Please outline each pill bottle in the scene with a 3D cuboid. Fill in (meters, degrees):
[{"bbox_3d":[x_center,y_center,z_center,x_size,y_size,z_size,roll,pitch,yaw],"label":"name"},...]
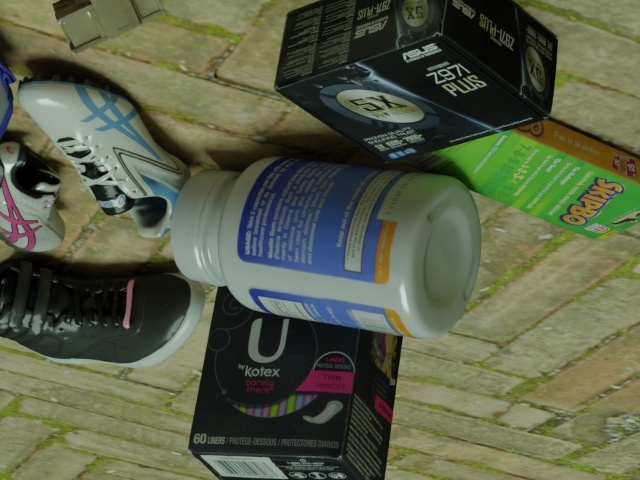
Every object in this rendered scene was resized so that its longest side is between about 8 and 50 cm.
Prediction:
[{"bbox_3d":[0.000,0.000,1.734,0.272,0.152,0.152,9,158,30],"label":"pill bottle"}]

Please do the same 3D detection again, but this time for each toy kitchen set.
[{"bbox_3d":[-0.183,-0.207,1.526,0.083,0.075,0.068,-25,110,-3],"label":"toy kitchen set"}]

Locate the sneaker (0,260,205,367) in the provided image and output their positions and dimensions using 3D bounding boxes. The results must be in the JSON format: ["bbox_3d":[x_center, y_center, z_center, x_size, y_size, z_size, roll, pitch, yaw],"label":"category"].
[{"bbox_3d":[-0.268,0.077,2.061,0.295,0.105,0.147,-9,155,42],"label":"sneaker"}]

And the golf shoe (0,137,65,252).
[{"bbox_3d":[-0.296,-0.040,1.866,0.086,0.067,0.186,-2,153,19],"label":"golf shoe"}]

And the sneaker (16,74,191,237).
[{"bbox_3d":[-0.201,-0.080,1.732,0.085,0.086,0.237,-5,151,31],"label":"sneaker"}]

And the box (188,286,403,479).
[{"bbox_3d":[-0.015,0.114,1.862,0.165,0.270,0.143,-1,154,19],"label":"box"}]

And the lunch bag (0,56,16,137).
[{"bbox_3d":[-0.449,-0.097,1.516,0.239,0.385,0.328,45,168,24],"label":"lunch bag"}]

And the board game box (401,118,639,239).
[{"bbox_3d":[0.192,-0.068,1.686,0.259,0.039,0.124,23,153,-23],"label":"board game box"}]

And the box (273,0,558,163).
[{"bbox_3d":[0.079,-0.143,1.510,0.180,0.077,0.147,-14,147,40],"label":"box"}]
